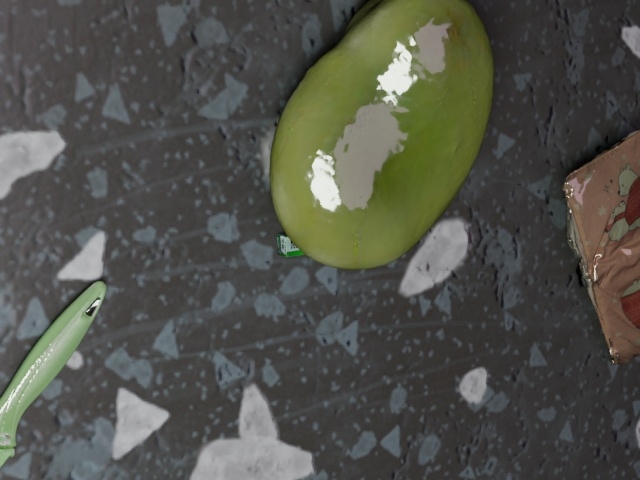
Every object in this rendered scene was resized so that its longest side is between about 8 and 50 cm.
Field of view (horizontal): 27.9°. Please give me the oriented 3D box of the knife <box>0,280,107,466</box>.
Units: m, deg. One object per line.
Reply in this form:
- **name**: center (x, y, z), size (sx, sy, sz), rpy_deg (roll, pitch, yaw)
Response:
- **knife**: center (-0.259, 0.155, 1.035), size (0.043, 0.020, 0.293), rpy_deg (44, 74, -30)

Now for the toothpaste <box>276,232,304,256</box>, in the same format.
- **toothpaste**: center (0.000, 0.000, 1.175), size (0.083, 0.017, 0.020), rpy_deg (-8, 101, -31)

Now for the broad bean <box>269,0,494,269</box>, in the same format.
- **broad bean**: center (0.057, -0.099, 1.147), size (0.189, 0.121, 0.263), rpy_deg (30, 91, -28)

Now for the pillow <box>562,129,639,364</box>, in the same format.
- **pillow**: center (0.326, 0.010, 1.362), size (0.135, 0.049, 0.248), rpy_deg (-34, 117, -22)
